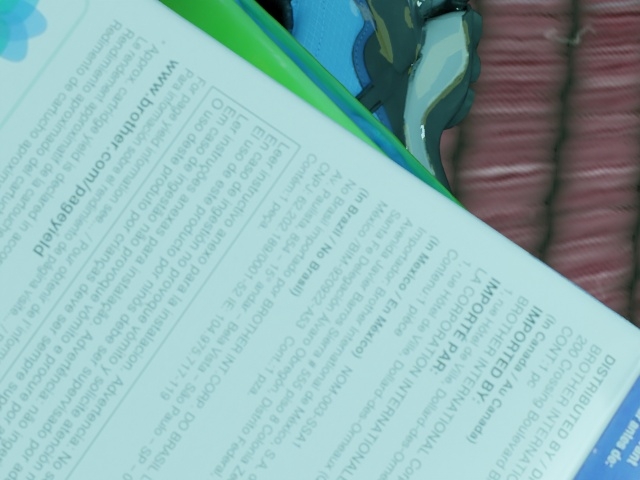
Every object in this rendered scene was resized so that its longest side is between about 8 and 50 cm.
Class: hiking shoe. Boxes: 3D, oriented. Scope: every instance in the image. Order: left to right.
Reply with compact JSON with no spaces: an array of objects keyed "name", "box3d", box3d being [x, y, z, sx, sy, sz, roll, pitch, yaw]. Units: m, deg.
[{"name":"hiking shoe","box3d":[0.000,0.000,0.807,0.132,0.113,0.304,4,69,-22]}]

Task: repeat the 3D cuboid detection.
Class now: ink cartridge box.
[{"name":"ink cartridge box","box3d":[-0.053,0.044,0.473,0.311,0.065,0.186,34,79,4]}]

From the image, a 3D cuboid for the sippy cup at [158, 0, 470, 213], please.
[{"name":"sippy cup","box3d":[-0.054,0.043,0.644,0.224,0.305,0.240,-46,116,5]}]
